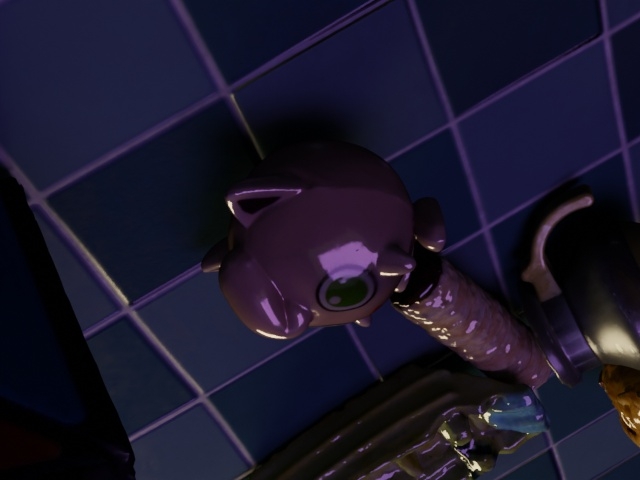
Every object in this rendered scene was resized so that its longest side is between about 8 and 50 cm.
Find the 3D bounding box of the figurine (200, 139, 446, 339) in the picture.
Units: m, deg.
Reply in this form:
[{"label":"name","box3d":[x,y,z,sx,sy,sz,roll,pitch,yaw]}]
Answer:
[{"label":"figurine","box3d":[0.000,0.000,0.678,0.138,0.125,0.125,1,131,-16]}]

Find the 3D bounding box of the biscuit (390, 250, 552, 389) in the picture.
[{"label":"biscuit","box3d":[0.119,0.067,0.871,0.061,0.055,0.219,-39,139,15]}]

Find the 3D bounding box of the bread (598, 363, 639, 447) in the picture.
[{"label":"bread","box3d":[0.346,0.104,0.940,0.120,0.236,0.198,45,85,-6]}]

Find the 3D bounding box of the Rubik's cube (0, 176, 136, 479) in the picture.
[{"label":"Rubik's cube","box3d":[-0.250,0.135,0.557,0.246,0.248,0.250,-7,133,-26]}]

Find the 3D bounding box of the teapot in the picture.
[{"label":"teapot","box3d":[0.217,0.038,0.870,0.119,0.130,0.166,-28,109,18]}]

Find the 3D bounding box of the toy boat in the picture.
[{"label":"toy boat","box3d":[0.052,0.184,0.929,0.276,0.084,0.111,-32,142,6]}]
